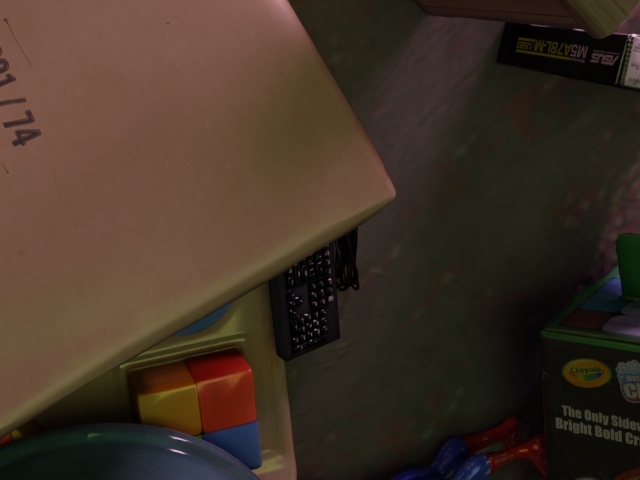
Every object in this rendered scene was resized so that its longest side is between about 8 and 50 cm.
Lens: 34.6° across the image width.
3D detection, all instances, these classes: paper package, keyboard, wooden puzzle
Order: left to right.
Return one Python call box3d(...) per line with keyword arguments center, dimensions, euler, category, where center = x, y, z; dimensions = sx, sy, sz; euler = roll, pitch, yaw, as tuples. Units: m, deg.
box3d(center=(-0.166, -0.083, 0.660), dimensions=(0.309, 0.168, 0.324), euler=(-31, 90, -11), category="paper package")
box3d(center=(-0.180, 0.095, 0.803), dimensions=(0.322, 0.080, 0.347), euler=(-11, 107, -16), category="wooden puzzle")
box3d(center=(0.000, 0.000, 0.842), dimensions=(0.100, 0.038, 0.192), euler=(-23, 117, -43), category="keyboard")

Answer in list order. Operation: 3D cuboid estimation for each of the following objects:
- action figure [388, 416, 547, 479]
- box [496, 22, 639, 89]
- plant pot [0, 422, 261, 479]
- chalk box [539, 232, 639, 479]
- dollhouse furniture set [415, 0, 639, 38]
box3d(center=(0.076, 0.269, 0.932), dimensions=(0.280, 0.091, 0.139), euler=(-13, 99, -16), category="action figure")
box3d(center=(0.272, -0.141, 0.842), dimensions=(0.191, 0.184, 0.045), euler=(6, 100, -21), category="box")
box3d(center=(-0.142, 0.350, 0.677), dimensions=(0.341, 0.334, 0.341), euler=(-4, 110, -13), category="plant pot")
box3d(center=(0.312, 0.128, 0.899), dimensions=(0.179, 0.180, 0.288), euler=(-26, 117, -48), category="chalk box")
box3d(center=(0.201, -0.356, 0.719), dimensions=(0.362, 0.256, 0.394), euler=(40, 89, -24), category="dollhouse furniture set")
